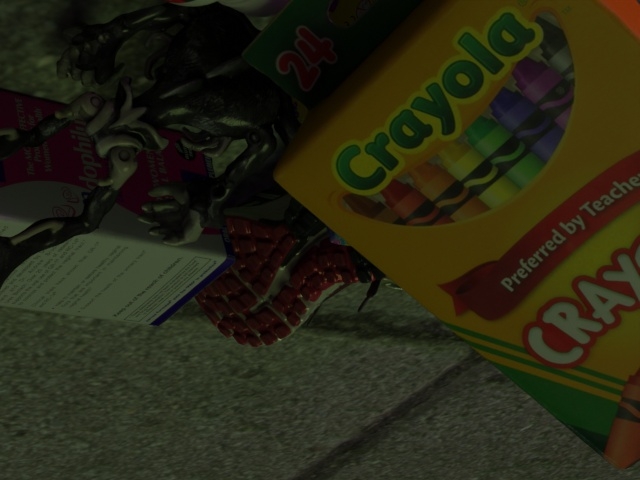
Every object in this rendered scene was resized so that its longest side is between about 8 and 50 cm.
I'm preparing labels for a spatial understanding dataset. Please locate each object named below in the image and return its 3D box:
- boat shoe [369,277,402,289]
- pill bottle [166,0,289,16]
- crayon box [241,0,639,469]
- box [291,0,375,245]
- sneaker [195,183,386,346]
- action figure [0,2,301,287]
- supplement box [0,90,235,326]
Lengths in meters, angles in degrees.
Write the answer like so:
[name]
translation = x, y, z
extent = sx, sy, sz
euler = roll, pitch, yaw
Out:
[boat shoe]
translation = 0.175, 0.004, 1.263
extent = 0.302, 0.109, 0.094
euler = 6, 163, -19
[pill bottle]
translation = -0.082, -0.186, 0.740
extent = 0.108, 0.108, 0.180
euler = -32, 148, 30
[crayon box]
translation = 0.122, -0.040, 0.735
extent = 0.318, 0.081, 0.202
euler = 39, 126, -10
[box]
translation = 0.176, -0.125, 0.913
extent = 0.279, 0.177, 0.290
euler = 8, 145, -40
[sneaker]
translation = 0.000, 0.000, 1.116
extent = 0.299, 0.120, 0.112
euler = -20, -170, 43
[action figure]
translation = -0.117, -0.072, 0.874
extent = 0.276, 0.164, 0.141
euler = -27, -177, -19
[supplement box]
translation = -0.187, -0.021, 0.997
extent = 0.220, 0.111, 0.114
euler = 9, 144, -40
